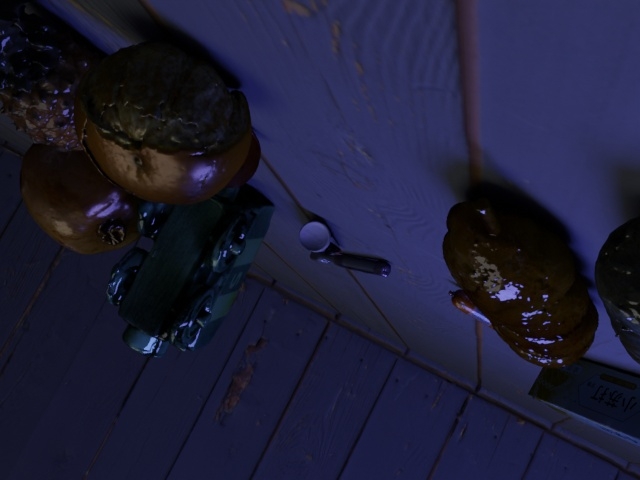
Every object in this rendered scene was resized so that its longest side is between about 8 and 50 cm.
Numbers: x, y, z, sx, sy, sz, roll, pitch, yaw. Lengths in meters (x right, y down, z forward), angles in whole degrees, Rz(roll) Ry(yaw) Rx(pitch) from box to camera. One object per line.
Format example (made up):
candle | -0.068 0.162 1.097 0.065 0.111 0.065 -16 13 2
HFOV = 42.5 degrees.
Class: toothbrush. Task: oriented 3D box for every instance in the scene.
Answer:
toothbrush | 0.049 0.039 1.426 0.029 0.024 0.354 25 174 -18

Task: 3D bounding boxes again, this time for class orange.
orange | -0.136 -0.108 0.727 0.156 0.134 0.157 6 132 7

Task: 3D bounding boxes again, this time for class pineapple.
pineapple | -0.304 -0.185 0.822 0.128 0.128 0.248 25 169 24

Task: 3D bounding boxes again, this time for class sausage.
sausage | 0.224 0.097 1.149 0.107 0.031 0.031 31 172 -11

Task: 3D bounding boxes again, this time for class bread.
bread | 0.173 0.040 0.727 0.124 0.084 0.344 24 171 30

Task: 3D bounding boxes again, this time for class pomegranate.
pomegranate | -0.348 -0.080 1.258 0.215 0.215 0.215 28 173 4

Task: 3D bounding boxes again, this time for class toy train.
toy train | -0.199 0.028 1.260 0.166 0.299 0.238 28 -174 9

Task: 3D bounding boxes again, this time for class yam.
yam | 0.232 0.043 0.559 0.078 0.078 0.179 24 171 30

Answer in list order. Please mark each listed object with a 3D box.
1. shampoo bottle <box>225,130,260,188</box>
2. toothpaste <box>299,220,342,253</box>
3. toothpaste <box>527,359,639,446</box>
shampoo bottle | -0.192 -0.126 0.965 0.314 0.076 0.118 21 167 44
toothpaste | 0.000 0.000 1.281 0.071 0.045 0.193 28 179 4
toothpaste | 0.414 0.226 1.114 0.071 0.089 0.313 36 171 -20
